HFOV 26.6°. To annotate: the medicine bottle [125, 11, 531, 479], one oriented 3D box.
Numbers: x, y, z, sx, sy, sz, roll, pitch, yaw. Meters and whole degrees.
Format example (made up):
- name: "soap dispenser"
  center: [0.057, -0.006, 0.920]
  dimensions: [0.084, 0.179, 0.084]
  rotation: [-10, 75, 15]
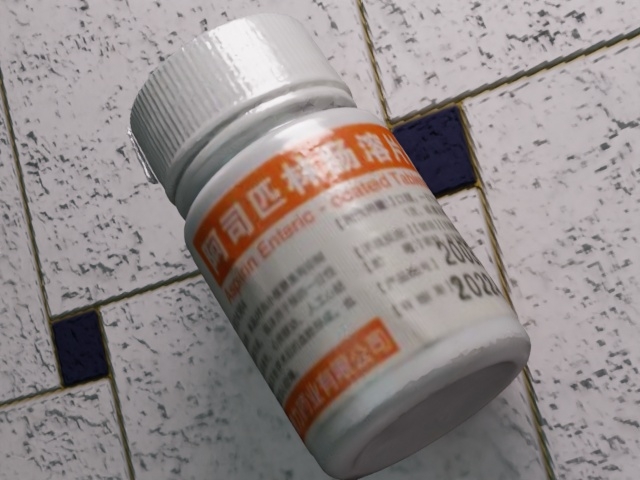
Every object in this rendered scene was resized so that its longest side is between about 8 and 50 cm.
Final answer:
- name: "medicine bottle"
  center: [0.000, 0.000, 0.788]
  dimensions: [0.144, 0.144, 0.252]
  rotation: [-45, 65, 28]
